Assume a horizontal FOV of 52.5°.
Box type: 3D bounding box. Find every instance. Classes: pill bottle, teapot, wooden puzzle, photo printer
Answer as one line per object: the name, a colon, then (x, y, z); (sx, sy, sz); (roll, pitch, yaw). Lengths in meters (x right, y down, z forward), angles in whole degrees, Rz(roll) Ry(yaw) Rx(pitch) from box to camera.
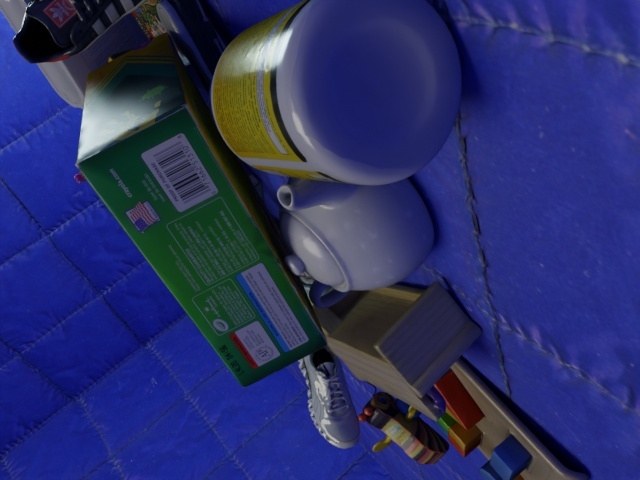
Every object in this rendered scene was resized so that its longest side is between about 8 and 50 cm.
pill bottle: (-0.013, -0.163, 0.728); (0.187, 0.188, 0.334); (58, 163, -21)
teapot: (0.027, -0.013, 0.953); (0.256, 0.187, 0.252); (54, 165, -16)
wooden puzzle: (0.315, 0.379, 1.235); (0.348, 0.081, 0.322); (42, 162, 30)
photo printer: (-0.481, -0.441, 1.315); (0.107, 0.256, 0.307); (16, 150, 25)

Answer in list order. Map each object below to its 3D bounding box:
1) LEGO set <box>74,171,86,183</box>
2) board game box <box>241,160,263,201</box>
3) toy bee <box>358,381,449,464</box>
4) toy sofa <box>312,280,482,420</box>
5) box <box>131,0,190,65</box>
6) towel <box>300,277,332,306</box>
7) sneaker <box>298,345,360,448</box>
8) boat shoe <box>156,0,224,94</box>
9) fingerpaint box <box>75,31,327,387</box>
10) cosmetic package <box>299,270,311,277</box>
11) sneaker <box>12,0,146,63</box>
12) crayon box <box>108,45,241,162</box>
LEGO set: (-0.462, -0.158, 1.365); (0.087, 0.093, 0.227); (51, 142, 6)
board game box: (-0.280, -0.165, 1.560); (0.275, 0.144, 0.142); (46, 163, 15)
toy bee: (0.165, 0.441, 1.595); (0.298, 0.162, 0.195); (24, 108, 30)
toy sofa: (0.127, 0.169, 1.161); (0.177, 0.150, 0.363); (50, 165, -14)
box: (-0.286, -0.406, 1.216); (0.159, 0.044, 0.233); (57, 163, -22)
towel: (-0.049, 0.110, 1.637); (0.374, 0.090, 0.320); (37, 164, 42)
sneaker: (0.020, 0.359, 1.576); (0.118, 0.110, 0.292); (113, 138, -61)
boat shoe: (-0.173, -0.295, 1.085); (0.254, 0.079, 0.095); (57, 166, -11)
fingerpaint box: (-0.187, -0.053, 1.028); (0.444, 0.163, 0.371); (62, 180, -35)
cosmetic package: (-0.125, 0.029, 1.420); (0.239, 0.060, 0.098); (4, 149, 15)
sneaker: (-0.381, -0.397, 1.052); (0.350, 0.148, 0.131); (-32, 106, 38)
crayon box: (-0.337, -0.170, 1.389); (0.313, 0.106, 0.363); (46, 141, 12)
